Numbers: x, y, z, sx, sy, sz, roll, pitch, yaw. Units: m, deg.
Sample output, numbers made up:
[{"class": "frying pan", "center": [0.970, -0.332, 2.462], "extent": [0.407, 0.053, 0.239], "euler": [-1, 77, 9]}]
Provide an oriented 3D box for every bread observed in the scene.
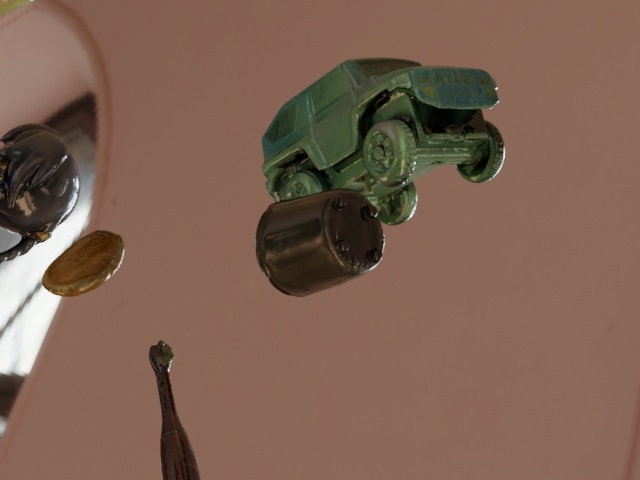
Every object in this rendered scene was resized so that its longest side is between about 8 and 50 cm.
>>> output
[{"class": "bread", "center": [-0.281, 0.028, 1.570], "extent": [0.110, 0.110, 0.024], "euler": [-1, -51, 35]}]

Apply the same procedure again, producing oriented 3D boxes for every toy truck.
[{"class": "toy truck", "center": [0.060, -0.106, 1.416], "extent": [0.155, 0.156, 0.279], "euler": [-5, -15, -37]}]

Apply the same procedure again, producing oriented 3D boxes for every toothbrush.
[{"class": "toothbrush", "center": [-0.140, 0.251, 1.351], "extent": [0.041, 0.364, 0.041], "euler": [-9, -41, -8]}]

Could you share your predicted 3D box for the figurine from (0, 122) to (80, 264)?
[{"class": "figurine", "center": [-0.500, -0.070, 2.040], "extent": [0.197, 0.265, 0.175], "euler": [59, -6, -33]}]

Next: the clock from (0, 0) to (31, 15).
[{"class": "clock", "center": [-0.453, -0.333, 1.733], "extent": [0.235, 0.308, 0.096], "euler": [-5, -67, 47]}]

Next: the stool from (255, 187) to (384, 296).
[{"class": "stool", "center": [0.000, 0.000, 1.242], "extent": [0.110, 0.096, 0.096], "euler": [-16, -42, 43]}]
